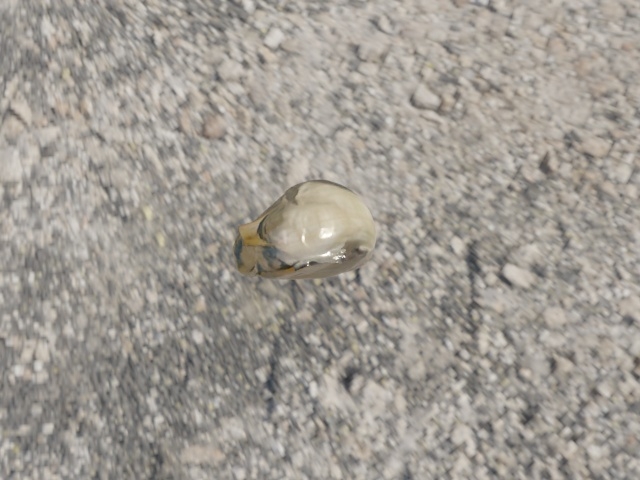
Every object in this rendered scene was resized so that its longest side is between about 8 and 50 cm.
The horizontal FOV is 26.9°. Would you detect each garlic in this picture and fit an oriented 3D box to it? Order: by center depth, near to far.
[{"bbox_3d":[-0.001,-0.008,0.970,0.152,0.084,0.066,-6,78,-50],"label":"garlic"}]
